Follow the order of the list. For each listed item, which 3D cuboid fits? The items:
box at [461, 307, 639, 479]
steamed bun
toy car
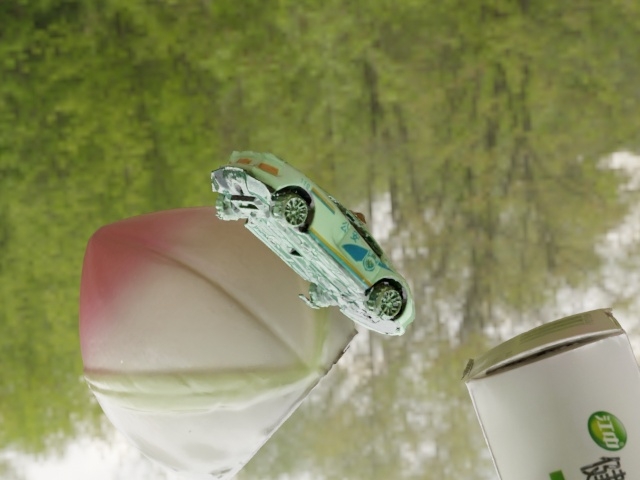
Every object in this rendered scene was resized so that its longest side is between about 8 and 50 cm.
[{"bbox_3d":[0.243,0.238,1.223,0.145,0.333,0.173,-20,179,10],"label":"box"},{"bbox_3d":[-0.135,0.085,1.521,0.309,0.309,0.309,-4,-173,0],"label":"steamed bun"},{"bbox_3d":[0.000,0.000,1.005,0.186,0.058,0.093,44,158,-30],"label":"toy car"}]
